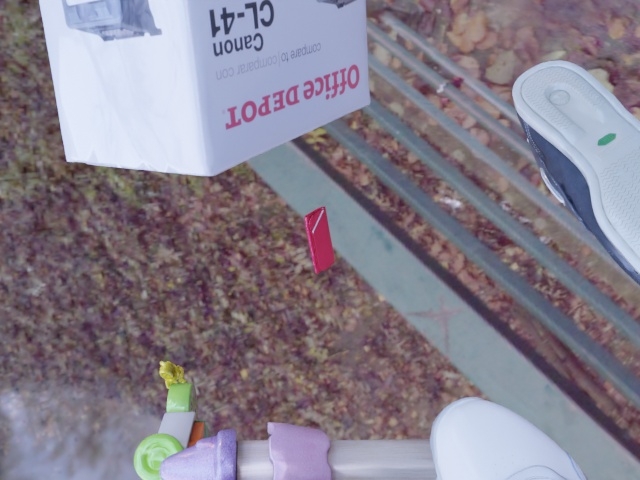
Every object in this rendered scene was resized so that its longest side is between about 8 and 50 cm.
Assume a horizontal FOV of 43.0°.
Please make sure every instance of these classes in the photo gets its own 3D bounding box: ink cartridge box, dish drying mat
[{"bbox_3d":[-0.073,-0.221,0.547,0.131,0.226,0.306,8,114,31],"label":"ink cartridge box"},{"bbox_3d":[0.000,0.000,0.977,0.008,0.032,0.083,26,138,43],"label":"dish drying mat"}]

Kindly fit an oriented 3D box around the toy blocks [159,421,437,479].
[{"bbox_3d":[-0.041,0.292,0.464,0.259,0.309,0.289,2,108,-7],"label":"toy blocks"}]

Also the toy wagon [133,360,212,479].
[{"bbox_3d":[-0.168,0.313,0.984,0.068,0.267,0.345,-1,62,-1],"label":"toy wagon"}]

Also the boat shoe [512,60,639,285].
[{"bbox_3d":[0.228,-0.039,0.625,0.084,0.079,0.233,-25,56,-3],"label":"boat shoe"}]

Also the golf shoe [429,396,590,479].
[{"bbox_3d":[0.113,0.129,0.361,0.176,0.069,0.086,51,162,35],"label":"golf shoe"}]
